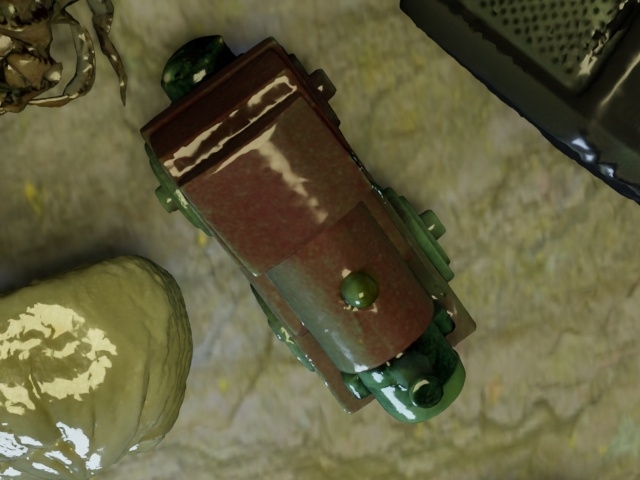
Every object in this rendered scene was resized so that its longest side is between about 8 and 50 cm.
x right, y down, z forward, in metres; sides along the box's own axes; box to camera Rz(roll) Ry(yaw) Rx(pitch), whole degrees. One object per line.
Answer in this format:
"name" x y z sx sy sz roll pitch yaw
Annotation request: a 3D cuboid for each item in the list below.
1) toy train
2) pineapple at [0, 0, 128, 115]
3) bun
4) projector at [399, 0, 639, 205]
"toy train" 0.000 0.000 1.318 0.150 0.221 0.304 -37 112 2
"pineapple" -0.238 -0.121 1.252 0.271 0.262 0.262 -43 112 -7
"bun" -0.181 0.104 1.330 0.220 0.220 0.134 -27 78 0
"projector" 0.319 -0.190 1.232 0.395 0.242 0.405 27 104 -46
